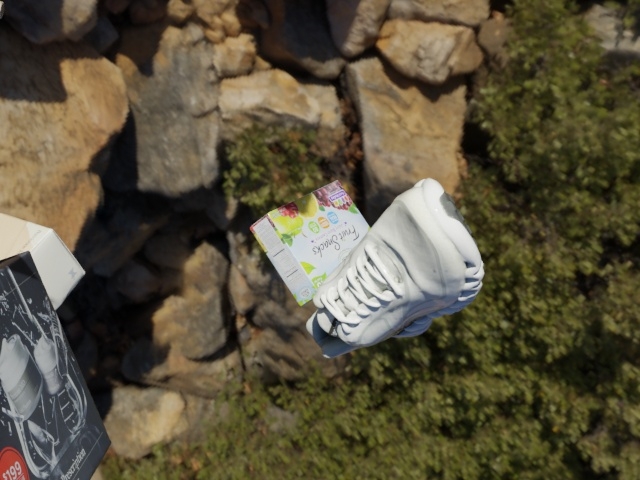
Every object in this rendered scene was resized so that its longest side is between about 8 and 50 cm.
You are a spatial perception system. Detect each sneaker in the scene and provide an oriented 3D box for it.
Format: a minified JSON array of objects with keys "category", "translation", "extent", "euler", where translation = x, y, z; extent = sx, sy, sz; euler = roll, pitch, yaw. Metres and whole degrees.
[{"category":"sneaker","translation":[0.060,0.042,0.826],"extent":[0.118,0.110,0.292],"euler":[-23,162,-19]}]

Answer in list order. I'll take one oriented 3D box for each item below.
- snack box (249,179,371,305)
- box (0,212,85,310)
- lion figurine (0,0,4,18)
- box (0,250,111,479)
[{"category":"snack box","translation":[0.000,0.000,0.974],"extent":[0.037,0.100,0.141],"euler":[-34,177,38]},{"category":"box","translation":[-0.566,0.035,1.509],"extent":[0.148,0.311,0.121],"euler":[-57,144,-30]},{"category":"lion figurine","translation":[-0.706,-0.465,1.609],"extent":[0.240,0.142,0.392],"euler":[10,149,-12]},{"category":"box","translation":[-0.438,0.218,1.119],"extent":[0.178,0.343,0.313],"euler":[-19,102,6]}]
